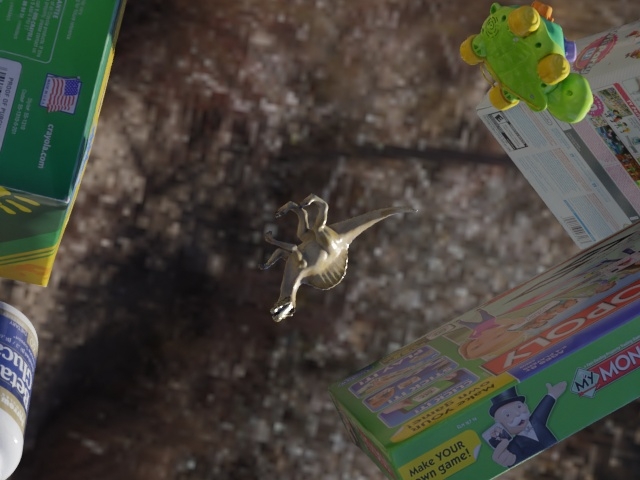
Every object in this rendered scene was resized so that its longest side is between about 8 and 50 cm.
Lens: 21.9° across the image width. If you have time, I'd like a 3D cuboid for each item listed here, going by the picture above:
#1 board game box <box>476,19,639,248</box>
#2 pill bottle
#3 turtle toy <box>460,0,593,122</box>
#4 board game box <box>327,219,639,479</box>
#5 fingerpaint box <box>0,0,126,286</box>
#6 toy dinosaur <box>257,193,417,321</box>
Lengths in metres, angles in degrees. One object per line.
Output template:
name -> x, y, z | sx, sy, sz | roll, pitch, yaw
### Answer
board game box -> 0.354, -0.121, 1.848 | 0.224, 0.303, 0.097 | 50, 58, -19
pill bottle -> -0.270, 0.131, 1.265 | 0.169, 0.094, 0.094 | -92, -179, -49
turtle toy -> 0.191, -0.157, 1.467 | 0.066, 0.130, 0.095 | -38, -172, -36
board game box -> 0.168, 0.051, 1.008 | 0.046, 0.317, 0.213 | 63, -6, -7
fingerpaint box -> -0.293, -0.212, 1.714 | 0.371, 0.163, 0.445 | 132, -29, -71
toy dinosaur -> 0.000, 0.000, 1.639 | 0.183, 0.093, 0.053 | -42, -163, -15
